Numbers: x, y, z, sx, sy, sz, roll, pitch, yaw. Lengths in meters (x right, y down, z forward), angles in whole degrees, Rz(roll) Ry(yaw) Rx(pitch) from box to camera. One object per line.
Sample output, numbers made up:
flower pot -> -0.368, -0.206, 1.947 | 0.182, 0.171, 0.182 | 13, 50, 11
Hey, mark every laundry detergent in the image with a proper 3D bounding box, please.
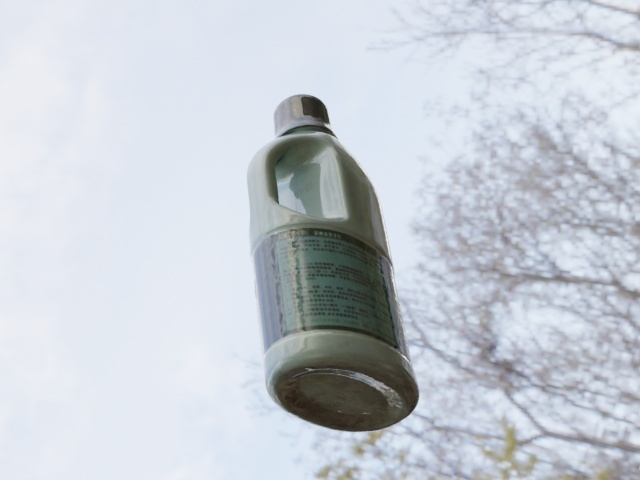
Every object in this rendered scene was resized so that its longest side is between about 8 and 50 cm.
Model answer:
laundry detergent -> 0.000, 0.000, 0.751 | 0.099, 0.070, 0.226 | 20, -136, -31
